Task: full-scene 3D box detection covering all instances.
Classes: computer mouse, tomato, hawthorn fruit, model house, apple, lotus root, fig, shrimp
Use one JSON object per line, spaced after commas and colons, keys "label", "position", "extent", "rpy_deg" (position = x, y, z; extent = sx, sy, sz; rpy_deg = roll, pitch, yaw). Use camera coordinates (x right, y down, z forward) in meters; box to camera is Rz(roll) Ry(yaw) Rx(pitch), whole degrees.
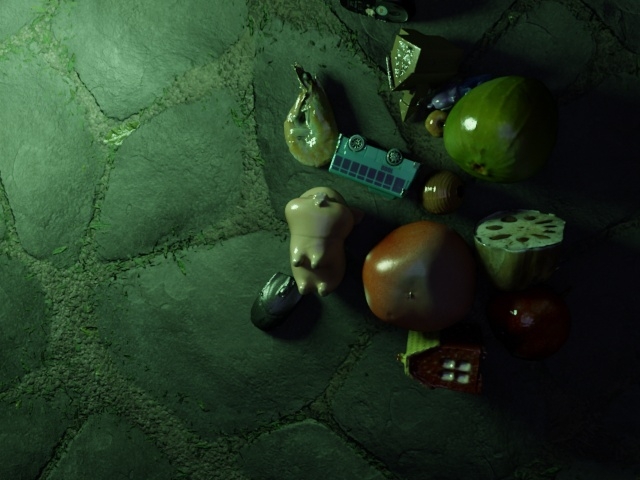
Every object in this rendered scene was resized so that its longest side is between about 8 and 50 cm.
{"label": "computer mouse", "position": [0.164, -0.697, 1.636], "extent": [0.233, 0.137, 0.097], "rpy_deg": [17, 83, 0]}
{"label": "computer mouse", "position": [-0.147, 0.204, 1.849], "extent": [0.122, 0.073, 0.217], "rpy_deg": [38, 100, 2]}
{"label": "tomato", "position": [0.290, 0.117, 1.670], "extent": [0.341, 0.273, 0.342], "rpy_deg": [1, 98, 8]}
{"label": "hawthorn fruit", "position": [0.634, 0.219, 1.676], "extent": [0.266, 0.210, 0.230], "rpy_deg": [-33, 93, 2]}
{"label": "model house", "position": [0.360, 0.340, 1.731], "extent": [0.253, 0.196, 0.160], "rpy_deg": [7, 107, 8]}
{"label": "apple", "position": [0.352, -0.344, 1.696], "extent": [0.083, 0.071, 0.084], "rpy_deg": [1, 106, 3]}
{"label": "model house", "position": [0.263, -0.466, 1.669], "extent": [0.176, 0.180, 0.248], "rpy_deg": [49, 137, 38]}
{"label": "lotus root", "position": [0.570, 0.037, 1.642], "extent": [0.271, 0.272, 0.192], "rpy_deg": [-6, 109, 9]}
{"label": "fig", "position": [0.510, -0.317, 1.581], "extent": [0.315, 0.316, 0.317], "rpy_deg": [1, 99, 8]}
{"label": "shrimp", "position": [-0.045, -0.376, 1.747], "extent": [0.168, 0.077, 0.318], "rpy_deg": [-16, 99, 13]}

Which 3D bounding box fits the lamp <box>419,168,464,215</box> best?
{"label": "lamp", "position": [0.358, -0.141, 1.693], "extent": [0.136, 0.136, 0.137], "rpy_deg": [1, 99, 8]}

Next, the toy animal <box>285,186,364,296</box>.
{"label": "toy animal", "position": [0.000, 0.000, 1.731], "extent": [0.236, 0.269, 0.327], "rpy_deg": [6, 131, 8]}

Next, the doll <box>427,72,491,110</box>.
{"label": "doll", "position": [0.402, -0.429, 1.659], "extent": [0.205, 0.110, 0.067], "rpy_deg": [-26, 112, 4]}

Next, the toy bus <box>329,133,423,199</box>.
{"label": "toy bus", "position": [0.165, -0.219, 1.713], "extent": [0.255, 0.128, 0.147], "rpy_deg": [22, 103, 7]}
